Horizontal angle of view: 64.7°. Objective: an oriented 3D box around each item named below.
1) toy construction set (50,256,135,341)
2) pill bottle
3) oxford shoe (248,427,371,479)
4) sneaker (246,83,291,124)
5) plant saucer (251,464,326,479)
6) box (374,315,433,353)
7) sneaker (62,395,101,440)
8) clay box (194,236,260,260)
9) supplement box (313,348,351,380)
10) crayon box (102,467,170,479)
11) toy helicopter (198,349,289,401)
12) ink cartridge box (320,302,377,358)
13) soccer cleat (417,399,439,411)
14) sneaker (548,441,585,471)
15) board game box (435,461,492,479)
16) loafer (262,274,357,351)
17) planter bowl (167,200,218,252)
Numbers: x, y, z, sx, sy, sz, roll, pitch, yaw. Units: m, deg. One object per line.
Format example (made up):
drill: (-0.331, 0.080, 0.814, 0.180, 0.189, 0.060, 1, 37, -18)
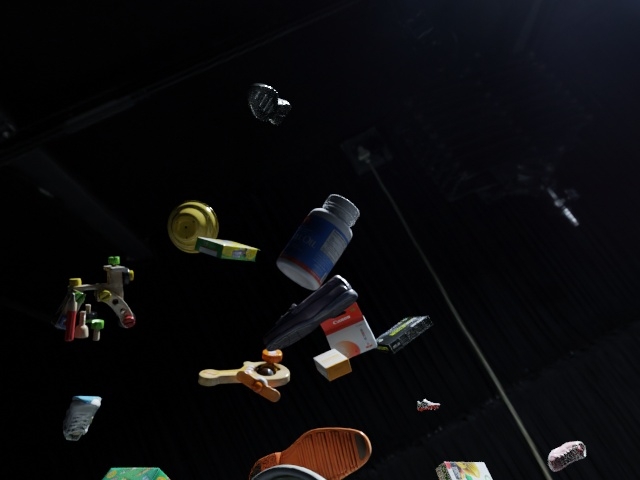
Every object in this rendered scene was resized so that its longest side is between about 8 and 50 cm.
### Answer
toy construction set: (-0.721, 0.170, 1.606, 0.257, 0.237, 0.309, 6, 2, -9)
pill bottle: (0.000, 0.000, 1.241, 0.221, 0.124, 0.124, -56, -14, -18)
oxford shoe: (-0.011, 0.569, 1.292, 0.363, 0.130, 0.132, -28, -37, 26)
sneaker: (-0.184, -0.437, 1.596, 0.100, 0.108, 0.271, -55, -8, 8)
plant saucer: (-0.027, 0.714, 1.158, 0.400, 0.400, 0.100, -40, -25, 27)
box: (0.300, 0.350, 1.888, 0.190, 0.045, 0.184, -31, -2, -17)
sneaker: (-0.736, 0.544, 1.558, 0.087, 0.092, 0.229, 13, -41, -27)
clay box: (-0.326, 0.033, 1.811, 0.222, 0.127, 0.053, 12, -88, -61)
supplement box: (0.029, 0.309, 1.259, 0.062, 0.036, 0.098, -20, 9, -16)
crayon box: (-0.583, 0.829, 1.654, 0.278, 0.165, 0.081, -18, 25, 35)
toy helicopter: (-0.292, 0.536, 1.964, 0.355, 0.140, 0.235, 1, 13, -18)
ink cartridge box: (0.090, 0.305, 1.666, 0.145, 0.045, 0.179, -24, -59, 6)
soccer cleat: (0.353, 0.540, 1.663, 0.083, 0.036, 0.029, -26, -41, 37)
sneaker: (0.740, 0.640, 1.509, 0.134, 0.051, 0.070, -16, -18, -34)
board game box: (0.486, 0.824, 1.518, 0.193, 0.305, 0.053, 16, -55, -33)
loafer: (-0.040, 0.207, 1.452, 0.302, 0.095, 0.109, -30, -25, -12)
planter bowl: (-0.530, -0.054, 2.042, 0.217, 0.217, 0.090, -31, 0, 6)
